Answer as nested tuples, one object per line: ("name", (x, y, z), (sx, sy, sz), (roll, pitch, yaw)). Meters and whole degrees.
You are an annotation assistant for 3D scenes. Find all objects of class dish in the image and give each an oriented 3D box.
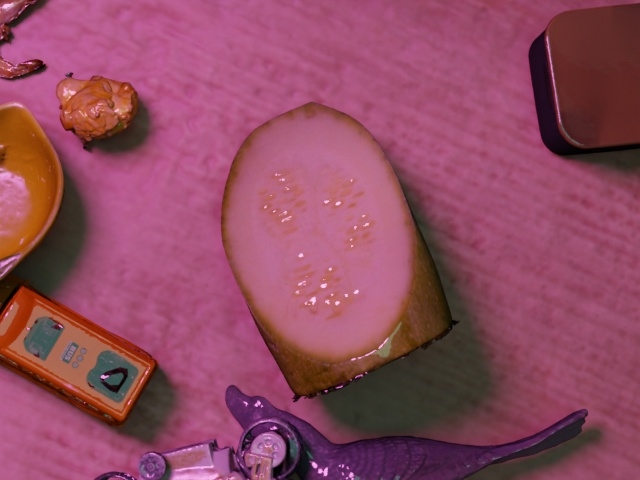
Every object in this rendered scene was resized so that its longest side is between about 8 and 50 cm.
("dish", (-0.318, -0.028, 1.361), (0.148, 0.080, 0.208), (18, 69, 5))

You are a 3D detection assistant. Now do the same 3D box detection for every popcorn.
("popcorn", (-0.222, -0.120, 1.404), (0.084, 0.084, 0.084), (1, 83, -9))

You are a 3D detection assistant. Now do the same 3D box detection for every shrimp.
("shrimp", (-0.296, -0.211, 1.424), (0.114, 0.023, 0.083), (-42, 94, -6))

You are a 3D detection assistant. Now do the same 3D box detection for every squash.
("squash", (0.000, 0.000, 1.362), (0.189, 0.189, 0.260), (-24, 92, -11))

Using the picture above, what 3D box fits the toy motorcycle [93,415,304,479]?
("toy motorcycle", (-0.111, 0.261, 1.361), (0.228, 0.074, 0.151), (-20, 88, 4))

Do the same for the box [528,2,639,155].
("box", (0.322, -0.165, 1.480), (0.201, 0.090, 0.144), (-8, 84, -10))

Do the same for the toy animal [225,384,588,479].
("toy animal", (0.084, 0.250, 1.391), (0.367, 0.081, 0.206), (4, 69, -4))

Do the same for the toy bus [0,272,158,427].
("toy bus", (-0.254, 0.099, 1.359), (0.194, 0.088, 0.083), (30, 79, -4))
